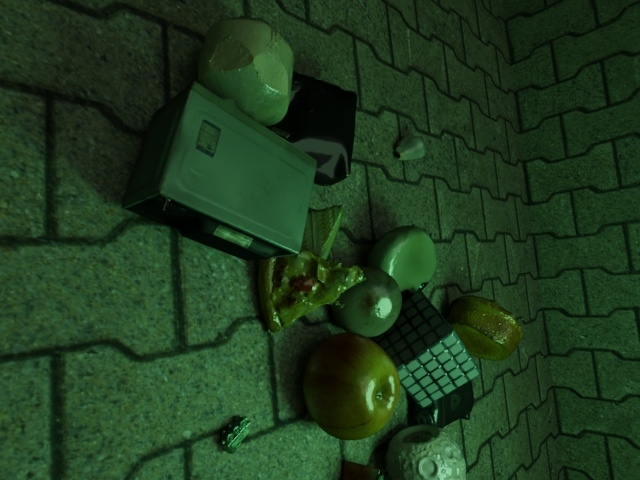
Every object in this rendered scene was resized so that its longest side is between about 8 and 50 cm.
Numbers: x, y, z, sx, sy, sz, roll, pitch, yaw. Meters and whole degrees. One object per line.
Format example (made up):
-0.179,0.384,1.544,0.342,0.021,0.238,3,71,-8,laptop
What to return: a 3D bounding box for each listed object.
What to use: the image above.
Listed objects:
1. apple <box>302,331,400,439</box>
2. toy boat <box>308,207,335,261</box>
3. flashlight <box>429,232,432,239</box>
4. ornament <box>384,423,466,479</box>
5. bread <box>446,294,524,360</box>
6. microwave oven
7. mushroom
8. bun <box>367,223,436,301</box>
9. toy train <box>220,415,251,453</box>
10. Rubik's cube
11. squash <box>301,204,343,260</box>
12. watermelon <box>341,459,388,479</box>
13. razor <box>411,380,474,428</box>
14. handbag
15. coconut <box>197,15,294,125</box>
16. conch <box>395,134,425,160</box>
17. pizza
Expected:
0.087,0.406,1.135,0.286,0.233,0.286,8,78,-45,apple
0.000,0.000,1.255,0.080,0.046,0.228,-26,103,-41,toy boat
0.433,0.016,1.692,0.121,0.035,0.057,-41,136,-37,flashlight
0.343,0.743,1.322,0.259,0.259,0.225,-7,83,-45,ornament
0.671,0.369,1.697,0.172,0.312,0.312,-49,117,-27,bread
-0.220,-0.127,0.931,0.355,0.218,0.286,25,67,-40,microwave oven
0.142,0.190,1.276,0.226,0.178,0.226,-6,112,-14,mushroom
0.267,0.073,1.428,0.283,0.179,0.283,-11,110,-35,bun
-0.204,0.465,0.976,0.083,0.033,0.053,-37,114,-42,toy train
0.335,0.355,1.333,0.237,0.238,0.237,49,9,-29,Rubik's cube
-0.010,0.058,1.160,0.111,0.203,0.288,18,63,-77,squash
0.119,0.742,1.201,0.193,0.137,0.145,89,17,-61,watermelon
0.474,0.618,1.569,0.349,0.113,0.204,10,77,-46,razor
-0.042,-0.342,1.207,0.288,0.152,0.342,19,66,-30,handbag
-0.183,-0.400,0.997,0.245,0.245,0.247,23,60,-40,coconut
0.363,-0.377,1.674,0.176,0.094,0.104,-23,115,-18,conch
-0.025,0.097,1.071,0.075,0.288,0.280,-48,129,-87,pizza
